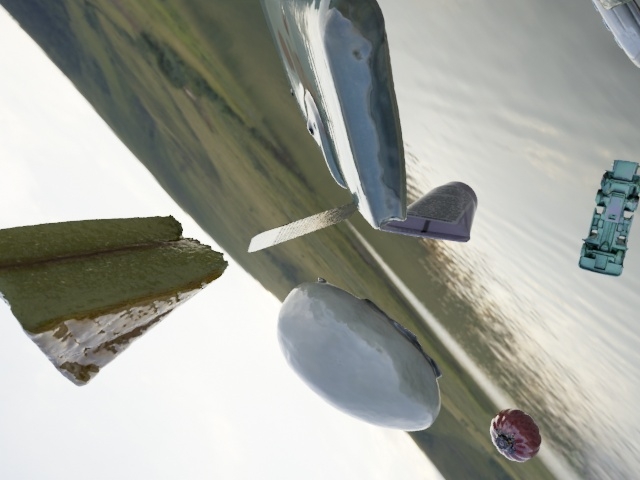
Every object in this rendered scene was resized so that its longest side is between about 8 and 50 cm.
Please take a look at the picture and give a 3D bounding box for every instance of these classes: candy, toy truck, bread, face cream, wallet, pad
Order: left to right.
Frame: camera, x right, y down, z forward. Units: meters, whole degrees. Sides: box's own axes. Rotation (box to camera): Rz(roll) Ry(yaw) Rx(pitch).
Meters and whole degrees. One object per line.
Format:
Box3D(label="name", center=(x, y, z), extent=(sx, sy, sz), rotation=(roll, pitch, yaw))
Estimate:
Box3D(label="bread", center=(-0.357, 0.033, 0.973), extent=(0.233, 0.361, 0.245), rotation=(40, 151, 24))
Box3D(label="pad", center=(-0.007, -0.023, 1.097), extent=(0.323, 0.249, 0.055), rotation=(-166, 58, -72))
Box3D(label="wallet", center=(0.012, -0.178, 0.617), extent=(0.360, 0.083, 0.252), rotation=(-114, 3, -56))
Box3D(label="candy", center=(0.080, 0.291, 1.291), extent=(0.426, 0.186, 0.386), rotation=(32, 150, 9))
Box3D(label="face cream", center=(0.223, -0.044, 1.033), extent=(0.154, 0.096, 0.274), rotation=(13, -160, 23))
Box3D(label="toy truck", center=(0.452, -0.037, 0.865), extent=(0.067, 0.175, 0.081), rotation=(14, -163, 27))

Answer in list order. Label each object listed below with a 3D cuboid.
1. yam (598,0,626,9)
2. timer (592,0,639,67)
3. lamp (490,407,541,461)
Box3D(label="yam", center=(0.698, -0.686, 1.340), extent=(0.304, 0.168, 0.168), rotation=(48, -178, -10))
Box3D(label="timer", center=(0.854, -0.616, 1.561), extent=(0.237, 0.087, 0.262), rotation=(-3, -114, -49))
Box3D(label="lamp", center=(0.403, 0.402, 1.156), extent=(0.107, 0.092, 0.108), rotation=(29, 125, 51))
